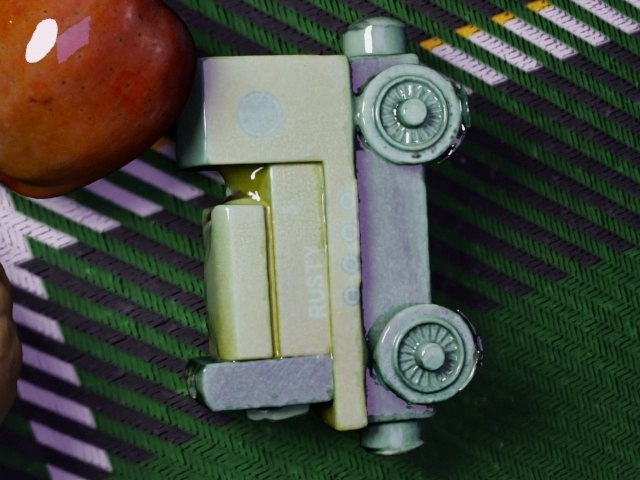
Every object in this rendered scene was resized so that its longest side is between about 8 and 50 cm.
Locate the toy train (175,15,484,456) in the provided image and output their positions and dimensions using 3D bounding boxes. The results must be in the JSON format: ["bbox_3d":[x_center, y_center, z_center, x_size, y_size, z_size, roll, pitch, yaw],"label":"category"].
[{"bbox_3d":[0.000,0.000,1.374,0.253,0.160,0.397,-3,92,-14],"label":"toy train"}]

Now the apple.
[{"bbox_3d":[-0.216,-0.149,1.251,0.234,0.234,0.234,0,91,-21],"label":"apple"}]

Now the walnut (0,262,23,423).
[{"bbox_3d":[-0.371,0.068,1.170,0.296,0.285,0.285,30,80,-25],"label":"walnut"}]
